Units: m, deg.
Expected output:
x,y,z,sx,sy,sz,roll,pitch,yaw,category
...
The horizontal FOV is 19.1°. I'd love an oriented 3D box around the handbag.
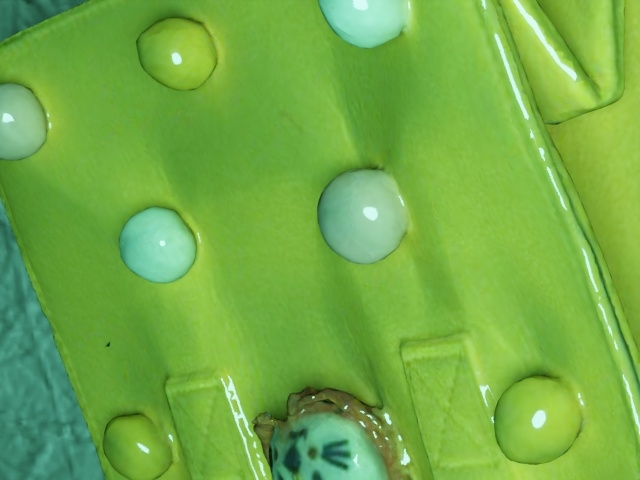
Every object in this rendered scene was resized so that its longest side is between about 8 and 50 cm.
x,y,z,sx,sy,sz,roll,pitch,yaw,category
0.000,0.000,0.854,0.133,0.401,0.283,-21,97,-38,handbag
